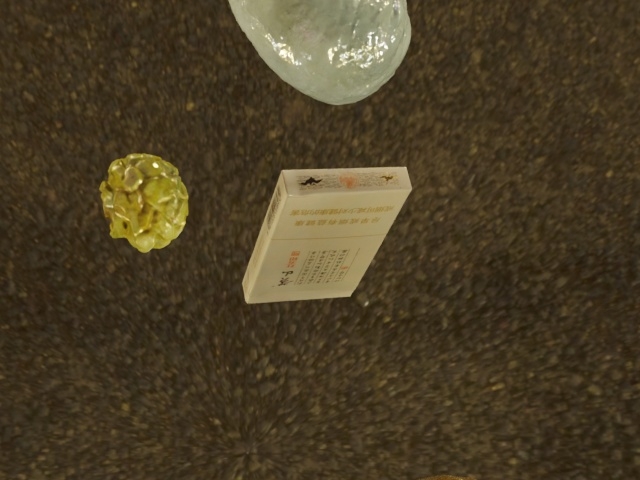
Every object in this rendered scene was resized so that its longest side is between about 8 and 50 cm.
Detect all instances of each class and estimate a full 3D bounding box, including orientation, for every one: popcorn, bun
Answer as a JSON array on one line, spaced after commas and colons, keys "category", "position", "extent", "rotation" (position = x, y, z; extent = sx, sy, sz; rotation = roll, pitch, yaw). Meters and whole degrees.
[{"category": "popcorn", "position": [-0.221, -0.049, 1.191], "extent": [0.120, 0.106, 0.116], "rotation": [43, 83, -25]}, {"category": "bun", "position": [0.003, -0.152, 0.583], "extent": [0.083, 0.141, 0.141], "rotation": [-35, 81, 24]}]

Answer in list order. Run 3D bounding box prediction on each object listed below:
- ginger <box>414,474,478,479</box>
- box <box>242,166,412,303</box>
[{"category": "ginger", "position": [0.228, 0.446, 1.587], "extent": [0.270, 0.219, 0.123], "rotation": [-5, 72, -22]}, {"category": "box", "position": [0.000, 0.000, 1.592], "extent": [0.204, 0.365, 0.051], "rotation": [-3, 60, -17]}]
